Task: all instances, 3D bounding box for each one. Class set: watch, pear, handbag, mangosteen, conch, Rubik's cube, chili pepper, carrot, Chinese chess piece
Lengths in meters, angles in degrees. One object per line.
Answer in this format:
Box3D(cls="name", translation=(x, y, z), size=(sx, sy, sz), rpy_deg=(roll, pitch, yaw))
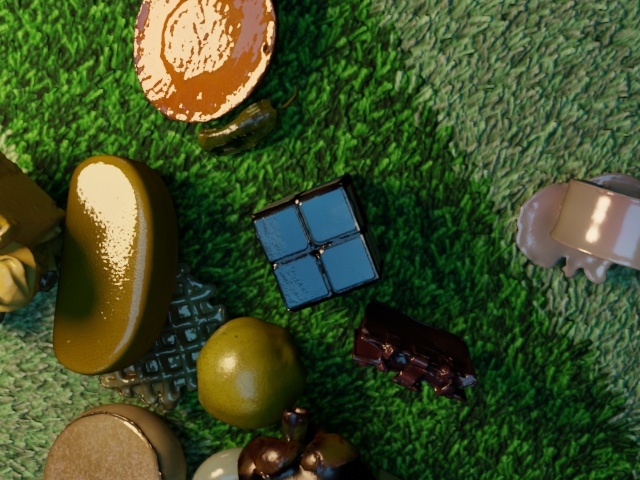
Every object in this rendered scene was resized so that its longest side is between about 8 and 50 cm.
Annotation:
Box3D(cls="watch", translation=(0.454, -0.011, 1.180), size=(0.244, 0.231, 0.196), rpy_deg=(14, 103, 0))
Box3D(cls="pear", translation=(-0.123, 0.234, 1.296), size=(0.198, 0.198, 0.198), rpy_deg=(1, 99, 6))
Box3D(cls="handbag", translation=(0.156, 0.192, 1.251), size=(0.203, 0.216, 0.074), rpy_deg=(21, 103, 0))
Box3D(cls="mangosteen", translation=(-0.020, 0.429, 1.222), size=(0.233, 0.287, 0.287), rpy_deg=(20, 102, -30))
Box3D(cls="conch", translation=(-0.165, 0.490, 1.377), size=(0.185, 0.121, 0.221), rpy_deg=(29, 97, -9))
Box3D(cls="Rubik's cube", translation=(0.001, 0.000, 1.252), size=(0.167, 0.180, 0.183), rpy_deg=(-20, 95, 9))
Box3D(cls="chili pepper", translation=(-0.122, -0.205, 1.283), size=(0.204, 0.072, 0.073), rpy_deg=(-26, 83, 12))
Box3D(cls="carrot", translation=(-0.200, -0.347, 1.258), size=(0.258, 0.100, 0.307), rpy_deg=(30, 103, 3))
Box3D(cls="Chinese chess piece", translation=(-0.380, 0.438, 1.353), size=(0.270, 0.112, 0.270), rpy_deg=(-3, 80, 19))

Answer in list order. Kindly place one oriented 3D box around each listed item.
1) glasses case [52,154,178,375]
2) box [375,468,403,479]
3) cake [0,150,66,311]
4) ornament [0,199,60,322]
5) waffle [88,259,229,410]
Box3D(cls="glasses case", translation=(-0.341, 0.043, 1.261), size=(0.173, 0.141, 0.371), rpy_deg=(6, 89, 13))
Box3D(cls="box", translation=(0.177, 0.534, 1.326), size=(0.212, 0.168, 0.095), rpy_deg=(29, 99, 1))
Box3D(cls="cake", translation=(-0.554, 0.001, 1.163), size=(0.222, 0.227, 0.286), rpy_deg=(-44, 94, 10))
Box3D(cls="ornament", translation=(-0.587, 0.025, 1.345), size=(0.130, 0.120, 0.285), rpy_deg=(30, 101, -21))
Box3D(cls="waffle", translation=(-0.332, 0.156, 1.370), size=(0.309, 0.056, 0.292), rpy_deg=(28, 98, 2))
